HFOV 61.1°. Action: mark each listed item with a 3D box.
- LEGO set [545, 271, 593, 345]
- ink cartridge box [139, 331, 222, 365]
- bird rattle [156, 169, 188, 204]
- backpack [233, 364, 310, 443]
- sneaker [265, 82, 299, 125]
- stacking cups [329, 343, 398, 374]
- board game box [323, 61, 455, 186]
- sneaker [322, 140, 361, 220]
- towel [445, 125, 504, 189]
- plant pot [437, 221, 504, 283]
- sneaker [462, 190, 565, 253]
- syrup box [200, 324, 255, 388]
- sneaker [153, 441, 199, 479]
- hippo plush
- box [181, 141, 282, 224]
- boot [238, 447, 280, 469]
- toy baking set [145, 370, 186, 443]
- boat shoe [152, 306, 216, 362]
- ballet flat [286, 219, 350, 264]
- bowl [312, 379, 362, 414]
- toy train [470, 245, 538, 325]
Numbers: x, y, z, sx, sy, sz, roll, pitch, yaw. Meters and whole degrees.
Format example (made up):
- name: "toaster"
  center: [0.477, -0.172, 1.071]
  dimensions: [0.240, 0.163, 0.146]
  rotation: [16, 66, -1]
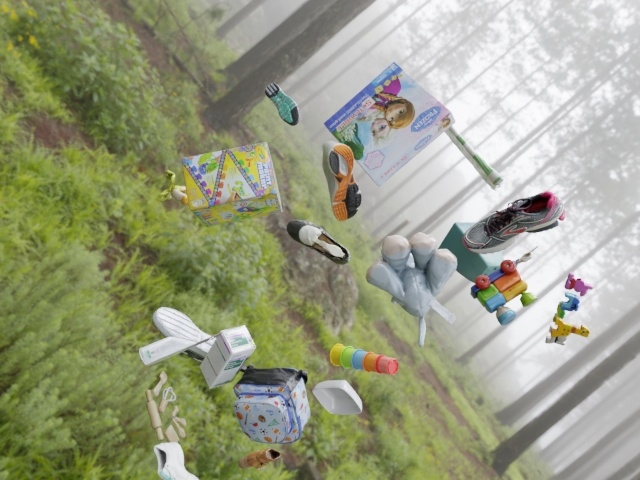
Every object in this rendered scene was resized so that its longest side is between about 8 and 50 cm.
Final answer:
- name: "LEGO set"
  center: [0.714, 0.218, 1.526]
  dimensions: [0.093, 0.227, 0.087]
  rotation: [17, 22, 17]
- name: "ink cartridge box"
  center: [-0.399, 0.291, 1.547]
  dimensions: [0.056, 0.225, 0.181]
  rotation: [65, -21, 6]
- name: "bird rattle"
  center: [-0.541, -0.185, 2.248]
  dimensions: [0.254, 0.143, 0.207]
  rotation: [13, 17, -48]
- name: "backpack"
  center: [-0.161, 0.586, 1.892]
  dimensions: [0.213, 0.277, 0.263]
  rotation: [-54, 133, -48]
- name: "sneaker"
  center: [-0.136, -0.541, 2.199]
  dimensions: [0.223, 0.083, 0.098]
  rotation: [58, 10, 23]
- name: "stacking cups"
  center: [0.179, 0.484, 2.172]
  dimensions: [0.316, 0.096, 0.096]
  rotation: [1, -40, 47]
- name: "board game box"
  center: [0.217, -0.385, 1.775]
  dimensions: [0.318, 0.319, 0.066]
  rotation: [53, 8, 34]
- name: "sneaker"
  center: [0.059, -0.191, 1.695]
  dimensions: [0.121, 0.099, 0.262]
  rotation: [-128, -152, -57]
- name: "towel"
  center: [0.506, -0.309, 1.846]
  dimensions: [0.324, 0.038, 0.248]
  rotation: [53, 13, 9]
- name: "plant pot"
  center: [0.640, 0.062, 2.254]
  dimensions: [0.166, 0.165, 0.234]
  rotation: [-1, 44, -30]
- name: "sneaker"
  center: [0.557, -0.062, 1.596]
  dimensions: [0.112, 0.299, 0.120]
  rotation: [38, 31, -50]
- name: "syrup box"
  center: [-0.318, 0.396, 1.841]
  dimensions: [0.093, 0.237, 0.096]
  rotation: [-8, 55, -41]
- name: "sneaker"
  center: [-0.409, 0.663, 1.516]
  dimensions: [0.212, 0.080, 0.094]
  rotation: [47, 4, 32]
- name: "hippo plush"
  center: [0.282, 0.102, 1.584]
  dimensions: [0.294, 0.234, 0.236]
  rotation: [50, 8, 1]
- name: "box"
  center: [-0.286, -0.178, 1.826]
  dimensions: [0.290, 0.279, 0.177]
  rotation: [96, -17, -80]
- name: "boot"
  center: [-0.222, 0.890, 2.225]
  dimensions: [0.197, 0.152, 0.072]
  rotation: [14, 52, -58]
- name: "toy baking set"
  center: [-0.516, 0.557, 1.790]
  dimensions: [0.256, 0.030, 0.197]
  rotation: [65, 4, 17]
- name: "boat shoe"
  center: [-0.512, 0.380, 2.045]
  dimensions: [0.335, 0.119, 0.121]
  rotation: [43, 30, -27]
- name: "ballet flat"
  center: [0.000, 0.000, 2.090]
  dimensions: [0.281, 0.095, 0.096]
  rotation: [29, -5, -6]
- name: "bowl"
  center: [0.061, 0.510, 1.785]
  dimensions: [0.142, 0.142, 0.053]
  rotation: [55, 41, -25]
- name: "toy train"
  center: [0.571, 0.127, 1.559]
  dimensions: [0.143, 0.248, 0.105]
  rotation: [57, -4, 29]
